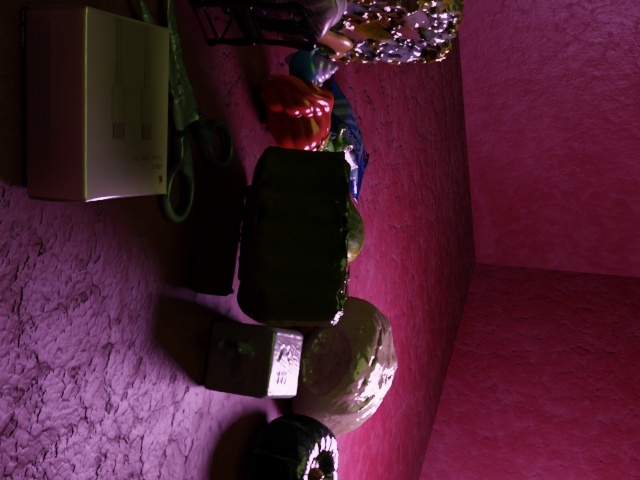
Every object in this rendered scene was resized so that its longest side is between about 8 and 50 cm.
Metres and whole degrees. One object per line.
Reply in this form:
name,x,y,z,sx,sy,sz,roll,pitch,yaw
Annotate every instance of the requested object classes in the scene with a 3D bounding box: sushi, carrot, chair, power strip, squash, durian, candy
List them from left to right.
power strip,-0.139,0.233,1.563,0.224,0.139,0.140,26,71,-69
chair,-0.101,-0.406,1.396,0.106,0.229,0.113,67,37,-53
squash,-0.062,0.516,1.796,0.252,0.165,0.252,4,90,-67
carrot,-0.018,0.268,2.052,0.190,0.037,0.037,74,29,-52
durian,0.060,-0.018,2.092,0.250,0.101,0.139,-45,136,-60
candy,0.062,-0.256,2.084,0.331,0.077,0.187,63,35,-50
sushi,0.123,-0.551,1.739,0.351,0.397,0.240,33,67,-61

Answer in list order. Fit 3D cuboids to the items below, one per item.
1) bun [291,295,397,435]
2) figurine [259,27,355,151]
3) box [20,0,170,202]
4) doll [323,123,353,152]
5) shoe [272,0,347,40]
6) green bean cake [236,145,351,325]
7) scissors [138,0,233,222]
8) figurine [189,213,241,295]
bun,0.079,0.328,2.014,0.364,0.202,0.364,-54,155,-40
figurine,-0.042,-0.314,1.684,0.208,0.181,0.257,164,-62,-69
box,-0.301,-0.183,1.096,0.203,0.106,0.251,-16,111,-70
doll,0.009,-0.237,1.912,0.190,0.050,0.115,9,118,-44
shoe,-0.010,-0.514,1.457,0.172,0.198,0.351,60,1,-42
green bean cake,-0.054,-0.005,1.501,0.319,0.218,0.335,101,-9,-80
scissors,-0.237,-0.239,1.349,0.256,0.029,0.383,-61,151,-46
figurine,-0.186,0.027,1.495,0.098,0.082,0.154,48,48,-80
